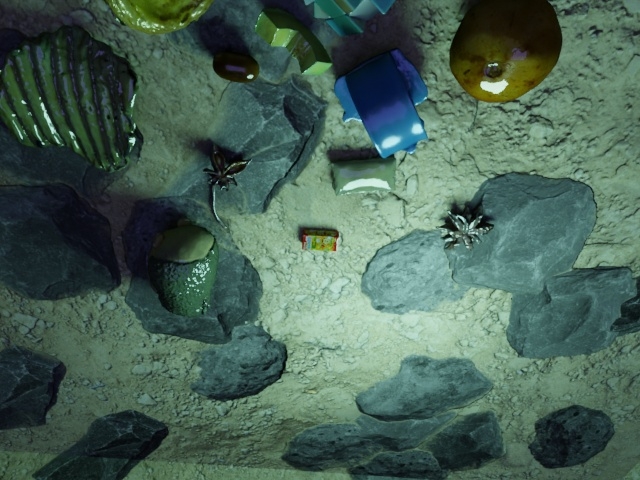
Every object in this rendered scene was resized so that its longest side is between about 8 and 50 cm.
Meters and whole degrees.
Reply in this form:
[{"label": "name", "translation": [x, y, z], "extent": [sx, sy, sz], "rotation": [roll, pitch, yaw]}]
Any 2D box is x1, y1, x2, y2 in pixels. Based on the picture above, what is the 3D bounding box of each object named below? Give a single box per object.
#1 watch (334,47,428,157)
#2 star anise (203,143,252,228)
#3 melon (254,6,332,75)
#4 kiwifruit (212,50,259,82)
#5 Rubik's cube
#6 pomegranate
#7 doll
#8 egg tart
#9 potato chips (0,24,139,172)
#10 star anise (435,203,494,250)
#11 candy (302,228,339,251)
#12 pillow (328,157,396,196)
[{"label": "watch", "translation": [0.180, -0.323, 1.315], "extent": [0.242, 0.274, 0.305], "rotation": [-26, 117, 16]}, {"label": "star anise", "translation": [-0.299, -0.167, 1.571], "extent": [0.148, 0.218, 0.227], "rotation": [-17, 175, -25]}, {"label": "melon", "translation": [-0.065, -0.502, 1.279], "extent": [0.209, 0.118, 0.064], "rotation": [42, 129, -14]}, {"label": "kiwifruit", "translation": [-0.223, -0.458, 1.330], "extent": [0.125, 0.075, 0.075], "rotation": [9, 125, -13]}, {"label": "Rubik's cube", "translation": [0.063, -0.614, 1.139], "extent": [0.213, 0.265, 0.224], "rotation": [36, 90, -26]}, {"label": "pomegranate", "translation": [0.452, -0.477, 1.231], "extent": [0.265, 0.264, 0.264], "rotation": [-1, 126, -1]}, {"label": "doll", "translation": [-0.452, 0.104, 1.645], "extent": [0.248, 0.247, 0.349], "rotation": [2, 132, -3]}, {"label": "egg tart", "translation": [-0.360, -0.626, 1.108], "extent": [0.132, 0.345, 0.345], "rotation": [41, 123, 18]}, {"label": "potato chips", "translation": [-0.670, -0.371, 1.364], "extent": [0.374, 0.097, 0.389], "rotation": [21, 124, -9]}, {"label": "star anise", "translation": [0.482, -0.030, 1.665], "extent": [0.195, 0.065, 0.182], "rotation": [-11, 127, 1]}, {"label": "candy", "translation": [0.000, 0.000, 1.686], "extent": [0.122, 0.038, 0.062], "rotation": [3, 125, -4]}, {"label": "pillow", "translation": [0.131, -0.196, 1.540], "extent": [0.209, 0.053, 0.119], "rotation": [-6, 128, -1]}]
